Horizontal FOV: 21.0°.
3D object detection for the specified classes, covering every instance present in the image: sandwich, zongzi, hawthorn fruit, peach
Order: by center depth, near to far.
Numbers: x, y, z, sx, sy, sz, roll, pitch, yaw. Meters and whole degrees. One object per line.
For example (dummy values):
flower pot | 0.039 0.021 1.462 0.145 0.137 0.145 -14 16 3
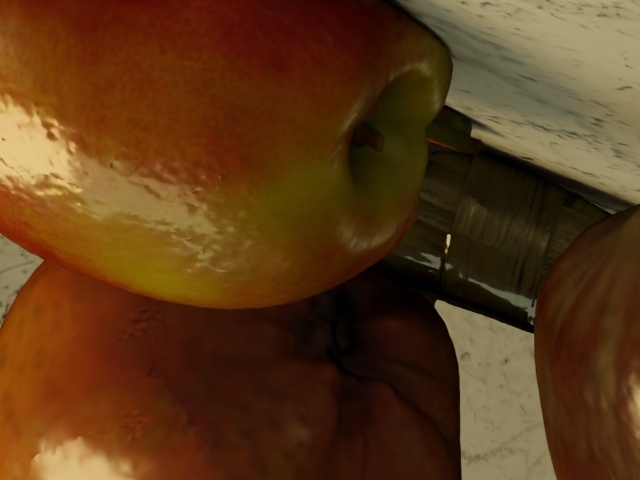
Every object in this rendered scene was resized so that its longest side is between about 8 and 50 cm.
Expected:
peach | -0.136 -0.094 1.172 0.380 0.242 0.306 21 -179 33
sandwich | 0.069 -0.104 1.405 0.135 0.029 0.067 22 -178 12
hawthorn fruit | -0.108 0.186 1.581 0.471 0.472 0.472 23 177 1
zongzi | 0.187 0.013 1.586 0.286 0.138 0.300 22 180 9

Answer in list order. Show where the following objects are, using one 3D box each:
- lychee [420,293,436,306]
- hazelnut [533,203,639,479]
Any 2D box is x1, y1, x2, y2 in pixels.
lychee | 0.000 0.000 1.847 0.255 0.255 0.300 18 138 56
hazelnut | 0.298 0.125 1.064 0.366 0.366 0.366 23 177 1
